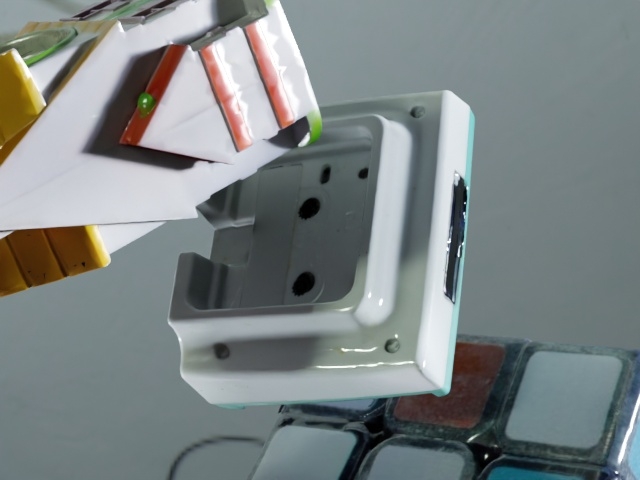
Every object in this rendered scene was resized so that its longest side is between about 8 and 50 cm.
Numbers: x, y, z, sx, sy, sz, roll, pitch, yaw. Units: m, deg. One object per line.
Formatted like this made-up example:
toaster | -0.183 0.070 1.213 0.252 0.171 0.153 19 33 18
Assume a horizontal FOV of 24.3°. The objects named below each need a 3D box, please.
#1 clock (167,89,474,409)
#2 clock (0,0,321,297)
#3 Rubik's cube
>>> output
clock | 0.000 0.000 1.245 0.231 0.262 0.116 -7 153 29
clock | -0.194 -0.079 1.088 0.309 0.235 0.166 -32 113 -27
Rubik's cube | 0.143 0.309 1.318 0.358 0.363 0.362 3 141 32
